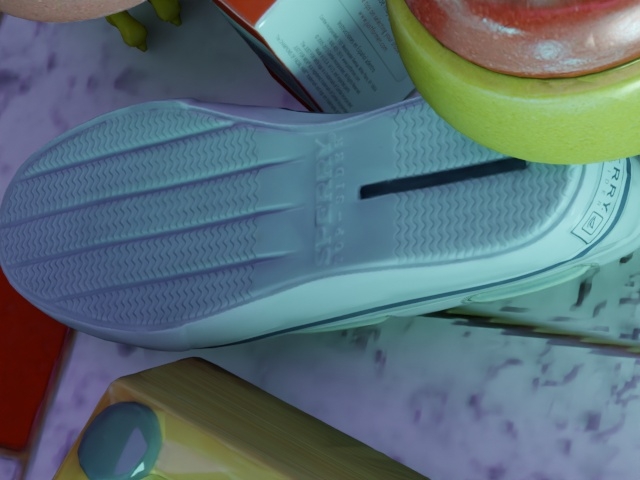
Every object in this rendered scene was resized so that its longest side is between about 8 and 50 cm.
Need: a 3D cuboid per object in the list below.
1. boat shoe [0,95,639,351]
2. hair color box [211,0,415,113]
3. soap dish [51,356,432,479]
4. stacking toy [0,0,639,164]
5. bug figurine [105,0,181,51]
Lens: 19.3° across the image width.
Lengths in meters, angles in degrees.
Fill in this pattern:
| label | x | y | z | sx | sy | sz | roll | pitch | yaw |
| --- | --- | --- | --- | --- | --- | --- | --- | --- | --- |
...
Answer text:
| label | x | y | z | sx | sy | sz | roll | pitch | yaw |
| --- | --- | --- | --- | --- | --- | --- | --- | --- | --- |
| boat shoe | 0.000 | 0.000 | 0.601 | 0.226 | 0.076 | 0.083 | -1 | 75 | 34 |
| hair color box | 0.038 | -0.121 | 0.625 | 0.167 | 0.093 | 0.053 | -45 | 59 | -1 |
| soap dish | 0.009 | 0.179 | 0.495 | 0.291 | 0.118 | 0.229 | 26 | 80 | 28 |
| stacking toy | 0.002 | -0.190 | 0.540 | 0.309 | 0.130 | 0.279 | 13 | 74 | 28 |
| bug figurine | -0.074 | -0.203 | 0.719 | 0.216 | 0.072 | 0.279 | -46 | 60 | -1 |
